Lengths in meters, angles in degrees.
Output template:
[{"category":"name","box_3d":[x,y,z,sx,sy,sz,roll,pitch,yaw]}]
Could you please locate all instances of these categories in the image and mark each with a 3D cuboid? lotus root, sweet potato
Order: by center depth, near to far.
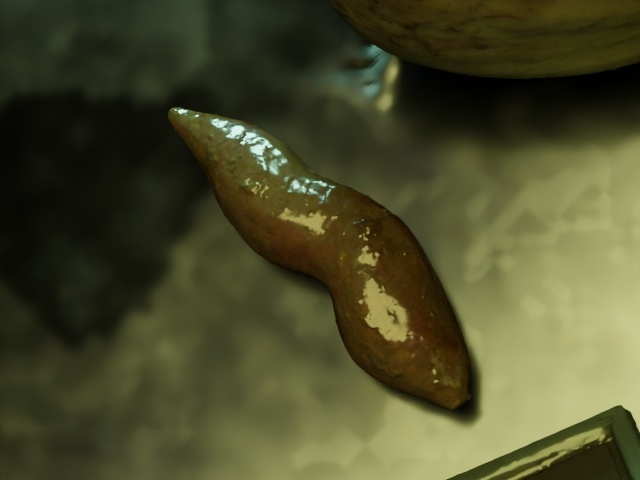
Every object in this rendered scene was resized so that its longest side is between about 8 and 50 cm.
[{"category":"lotus root","box_3d":[0.087,-0.154,0.911,0.257,0.154,0.140,9,54,9]},{"category":"sweet potato","box_3d":[0.003,-0.002,0.941,0.065,0.051,0.218,-44,69,1]}]

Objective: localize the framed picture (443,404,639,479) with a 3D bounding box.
[{"category":"framed picture","box_3d":[0.012,0.198,0.814,0.324,0.020,0.240,-24,27,6]}]
